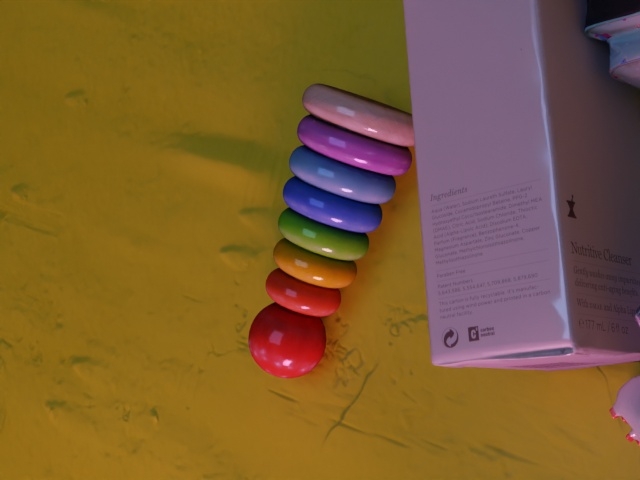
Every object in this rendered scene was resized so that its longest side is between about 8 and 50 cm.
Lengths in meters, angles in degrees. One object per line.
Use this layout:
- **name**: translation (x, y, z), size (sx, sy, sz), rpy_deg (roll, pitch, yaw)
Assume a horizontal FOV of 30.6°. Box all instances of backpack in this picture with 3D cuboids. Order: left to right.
- **backpack**: translation (0.350, -0.207, 1.055), size (0.165, 0.188, 0.145), rpy_deg (-14, 80, 50)

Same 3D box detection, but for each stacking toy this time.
- **stacking toy**: translation (0.000, 0.000, 1.309), size (0.141, 0.141, 0.330), rpy_deg (25, 101, 35)

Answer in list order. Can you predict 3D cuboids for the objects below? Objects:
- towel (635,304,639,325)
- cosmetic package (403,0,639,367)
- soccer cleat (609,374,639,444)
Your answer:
- **towel**: translation (0.416, 0.080, 0.930), size (0.284, 0.121, 0.235), rpy_deg (50, 136, 15)
- **cosmetic package**: translation (0.208, -0.074, 1.112), size (0.156, 0.217, 0.385), rpy_deg (-11, 78, 40)
- **soccer cleat**: translation (0.343, 0.202, 1.068), size (0.076, 0.068, 0.196), rpy_deg (-42, 58, 19)
